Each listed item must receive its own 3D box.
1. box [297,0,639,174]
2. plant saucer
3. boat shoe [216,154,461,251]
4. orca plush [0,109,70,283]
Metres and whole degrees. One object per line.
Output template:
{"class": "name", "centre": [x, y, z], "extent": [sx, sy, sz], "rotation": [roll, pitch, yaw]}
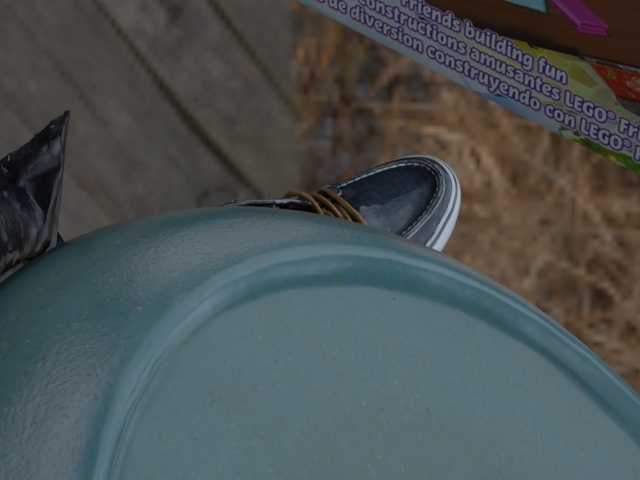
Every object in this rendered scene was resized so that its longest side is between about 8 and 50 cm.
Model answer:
{"class": "box", "centre": [0.116, -0.079, 0.313], "extent": [0.057, 0.293, 0.201], "rotation": [-40, 147, -35]}
{"class": "plant saucer", "centre": [0.035, 0.119, 0.499], "extent": [0.317, 0.044, 0.317], "rotation": [26, 44, -28]}
{"class": "boat shoe", "centre": [0.000, 0.000, 0.984], "extent": [0.183, 0.065, 0.083], "rotation": [-36, 153, -20]}
{"class": "orca plush", "centre": [-0.149, 0.062, 0.465], "extent": [0.151, 0.102, 0.287], "rotation": [-48, 162, 28]}
